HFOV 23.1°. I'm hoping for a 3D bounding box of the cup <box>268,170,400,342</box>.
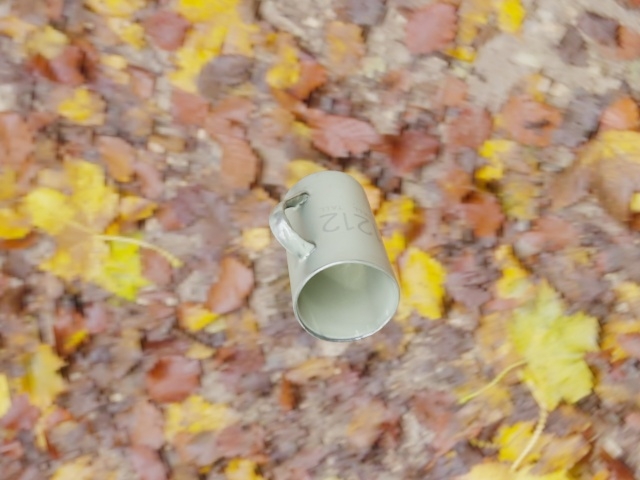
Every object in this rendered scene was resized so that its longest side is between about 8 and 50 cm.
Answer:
[{"bbox_3d":[-0.001,0.004,0.820,0.074,0.083,0.054,13,125,-20],"label":"cup"}]
